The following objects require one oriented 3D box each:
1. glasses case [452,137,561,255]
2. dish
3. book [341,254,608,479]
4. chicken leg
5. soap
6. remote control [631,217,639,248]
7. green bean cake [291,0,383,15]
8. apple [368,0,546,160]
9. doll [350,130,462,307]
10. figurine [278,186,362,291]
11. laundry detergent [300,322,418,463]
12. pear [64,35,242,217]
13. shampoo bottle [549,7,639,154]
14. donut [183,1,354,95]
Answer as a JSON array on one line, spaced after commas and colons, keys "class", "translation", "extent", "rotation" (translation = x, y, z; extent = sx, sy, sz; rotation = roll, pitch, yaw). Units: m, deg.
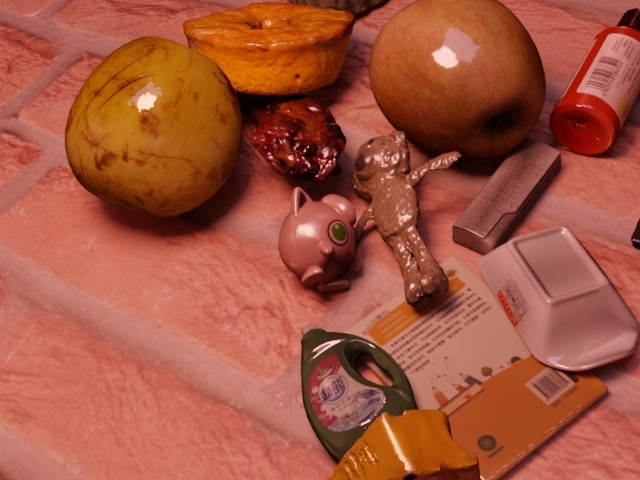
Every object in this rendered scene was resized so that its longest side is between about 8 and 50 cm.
[{"class": "glasses case", "translation": [0.277, -0.067, 1.353], "extent": [0.071, 0.047, 0.205], "rotation": [26, 60, 29]}, {"class": "dish", "translation": [0.323, 0.066, 1.205], "extent": [0.154, 0.064, 0.234], "rotation": [-16, 48, -11]}, {"class": "book", "translation": [0.194, 0.159, 1.198], "extent": [0.208, 0.020, 0.295], "rotation": [-34, 51, -15]}, {"class": "chicken leg", "translation": [-0.070, -0.189, 1.497], "extent": [0.158, 0.096, 0.407], "rotation": [-8, 31, -29]}, {"class": "soap", "translation": [0.089, 0.278, 0.964], "extent": [0.160, 0.257, 0.080], "rotation": [-27, 50, -10]}, {"class": "remote control", "translation": [0.549, 0.017, 1.234], "extent": [0.245, 0.025, 0.063], "rotation": [18, 56, 26]}, {"class": "green bean cake", "translation": [0.046, -0.544, 1.754], "extent": [0.255, 0.132, 0.241], "rotation": [-34, 52, -18]}, {"class": "apple", "translation": [0.208, -0.240, 1.381], "extent": [0.257, 0.257, 0.234], "rotation": [-19, 56, -3]}, {"class": "doll", "translation": [0.105, -0.032, 1.322], "extent": [0.203, 0.091, 0.286], "rotation": [-23, 58, 52]}, {"class": "figurine", "translation": [0.000, 0.000, 1.309], "extent": [0.125, 0.125, 0.138], "rotation": [-6, 69, 8]}, {"class": "laundry detergent", "translation": [0.035, 0.182, 1.184], "extent": [0.137, 0.063, 0.211], "rotation": [-33, 49, 2]}, {"class": "pear", "translation": [-0.255, -0.173, 1.415], "extent": [0.283, 0.283, 0.283], "rotation": [-6, 49, 8]}, {"class": "shampoo bottle", "translation": [0.459, -0.263, 1.437], "extent": [0.104, 0.104, 0.278], "rotation": [19, 57, 26]}, {"class": "donut", "translation": [-0.084, -0.328, 1.560], "extent": [0.303, 0.110, 0.303], "rotation": [0, 26, 0]}]
